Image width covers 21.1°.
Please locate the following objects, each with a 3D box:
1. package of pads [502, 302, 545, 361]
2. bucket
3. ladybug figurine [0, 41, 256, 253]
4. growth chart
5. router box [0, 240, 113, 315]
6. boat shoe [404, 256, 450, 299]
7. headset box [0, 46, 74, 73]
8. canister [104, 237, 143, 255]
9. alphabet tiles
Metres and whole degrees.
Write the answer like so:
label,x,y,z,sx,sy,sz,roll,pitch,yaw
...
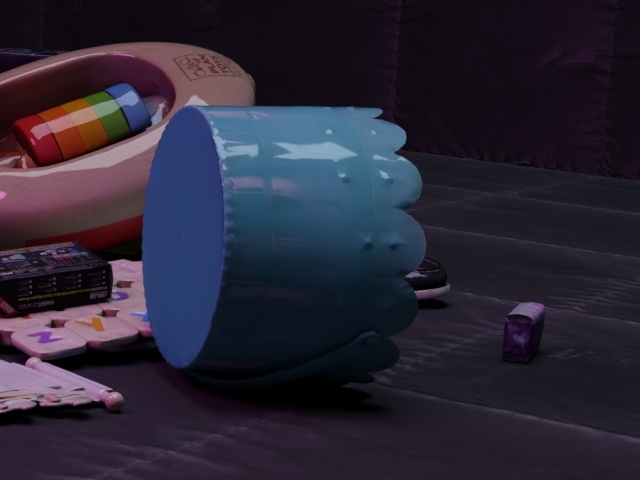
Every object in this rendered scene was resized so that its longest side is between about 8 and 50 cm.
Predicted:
label,x,y,z,sx,sy,sz,roll,pitch,yaw
package of pads,0.211,0.094,1.783,0.032,0.050,0.083,7,9,16
bucket,-0.044,0.002,1.568,0.183,0.281,0.281,3,9,-22
ladybug figurine,-0.276,-0.097,2.033,0.449,0.162,0.305,-19,42,-18
growth chart,-0.300,0.124,1.439,0.237,0.021,0.172,-1,11,-31
router box,-0.279,0.036,1.700,0.122,0.038,0.092,-8,20,-29
boat shoe,0.002,0.000,2.083,0.340,0.113,0.127,10,10,33
headset box,-0.454,-0.144,2.350,0.283,0.246,0.131,5,8,-2
canister,-0.231,-0.026,2.274,0.126,0.073,0.170,10,9,30
alphabet tiles,-0.269,0.065,1.710,0.284,0.021,0.278,-11,21,-36
